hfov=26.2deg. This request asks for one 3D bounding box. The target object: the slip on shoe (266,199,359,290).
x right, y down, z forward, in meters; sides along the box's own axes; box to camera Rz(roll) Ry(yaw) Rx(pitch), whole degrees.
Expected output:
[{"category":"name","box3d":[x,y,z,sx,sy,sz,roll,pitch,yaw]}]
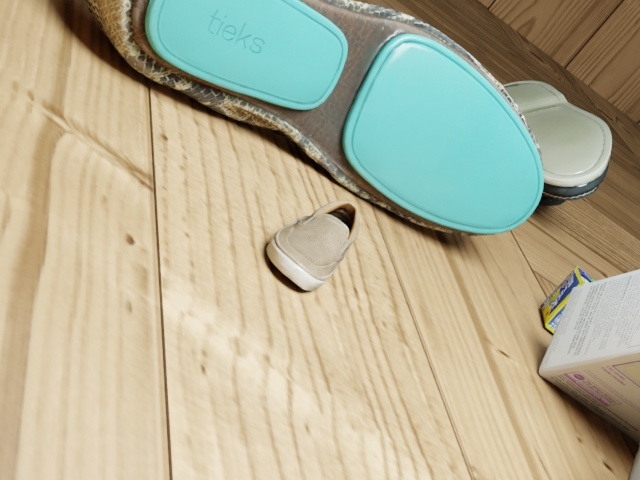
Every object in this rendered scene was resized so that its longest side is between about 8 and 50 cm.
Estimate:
[{"category":"slip on shoe","box3d":[0.000,0.000,1.006,0.051,0.041,0.135,42,17,7]}]

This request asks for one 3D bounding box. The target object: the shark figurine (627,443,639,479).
[{"category":"shark figurine","box3d":[0.201,0.196,0.871,0.116,0.166,0.278,10,21,9]}]

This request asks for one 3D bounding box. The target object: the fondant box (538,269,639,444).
[{"category":"fondant box","box3d":[0.368,0.110,1.086,0.238,0.096,0.330,35,-23,-17]}]

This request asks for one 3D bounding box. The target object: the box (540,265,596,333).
[{"category":"box","box3d":[0.295,0.102,1.331,0.169,0.059,0.054,37,17,-8]}]

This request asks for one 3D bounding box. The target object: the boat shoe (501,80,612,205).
[{"category":"boat shoe","box3d":[0.285,-0.102,1.739,0.340,0.127,0.113,-119,-163,-65]}]

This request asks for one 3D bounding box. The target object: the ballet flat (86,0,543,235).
[{"category":"ballet flat","box3d":[-0.002,-0.150,1.218,0.482,0.164,0.182,24,8,-36]}]
